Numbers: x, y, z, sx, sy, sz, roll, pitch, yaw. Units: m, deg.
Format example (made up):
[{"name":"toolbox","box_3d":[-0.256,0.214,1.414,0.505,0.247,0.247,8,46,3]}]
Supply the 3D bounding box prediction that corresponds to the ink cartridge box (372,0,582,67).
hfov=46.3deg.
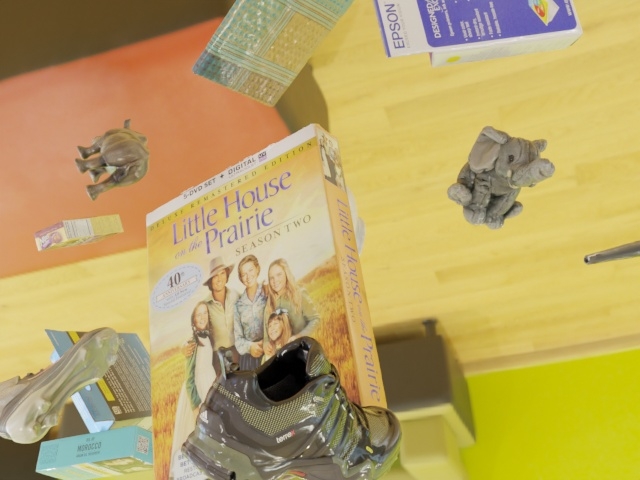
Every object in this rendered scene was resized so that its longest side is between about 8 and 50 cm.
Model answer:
[{"name":"ink cartridge box","box_3d":[0.204,-0.413,1.120,0.307,0.304,0.072,-10,168,-9]}]

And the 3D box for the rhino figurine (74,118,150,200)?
[{"name":"rhino figurine","box_3d":[-0.325,-0.140,1.189,0.106,0.243,0.073,-24,116,-6]}]

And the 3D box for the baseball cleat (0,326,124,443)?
[{"name":"baseball cleat","box_3d":[-0.356,0.178,0.987,0.109,0.206,0.072,4,119,22]}]

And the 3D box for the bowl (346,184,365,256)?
[{"name":"bowl","box_3d":[0.000,0.000,1.485,0.134,0.298,0.298,18,144,-15]}]

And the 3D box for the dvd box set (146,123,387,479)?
[{"name":"dvd box set","box_3d":[-0.085,0.096,0.922,0.307,0.420,0.062,-24,148,26]}]

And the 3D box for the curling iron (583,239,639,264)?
[{"name":"curling iron","box_3d":[0.602,0.026,1.389,0.274,0.068,0.035,-3,-178,-25]}]

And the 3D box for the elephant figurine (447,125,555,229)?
[{"name":"elephant figurine","box_3d":[0.366,-0.144,1.437,0.169,0.186,0.239,-22,156,-34]}]

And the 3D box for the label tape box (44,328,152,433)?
[{"name":"label tape box","box_3d":[-0.489,0.328,1.685,0.106,0.241,0.333,-41,159,11]}]

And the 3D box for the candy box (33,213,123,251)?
[{"name":"candy box","box_3d":[-0.593,-0.020,1.843,0.109,0.053,0.186,-18,177,30]}]

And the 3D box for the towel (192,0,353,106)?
[{"name":"towel","box_3d":[-0.069,-0.449,1.490,0.370,0.040,0.271,-50,151,17]}]

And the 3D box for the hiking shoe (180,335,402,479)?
[{"name":"hiking shoe","box_3d":[-0.001,0.141,0.624,0.227,0.114,0.086,10,-169,-45]}]

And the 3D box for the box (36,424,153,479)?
[{"name":"box","box_3d":[-0.422,0.416,1.451,0.244,0.060,0.100,-15,145,24]}]
